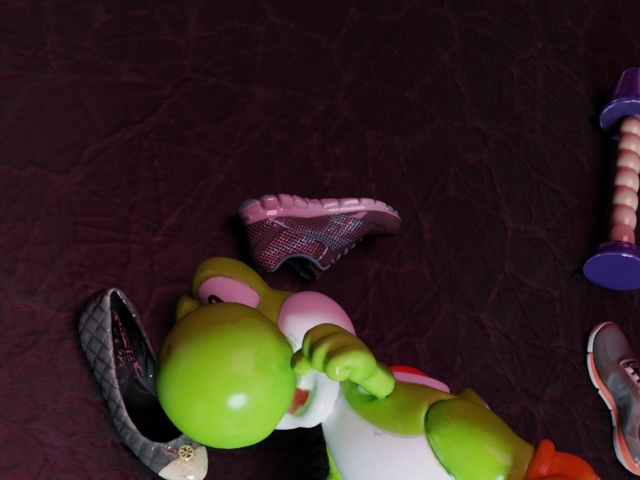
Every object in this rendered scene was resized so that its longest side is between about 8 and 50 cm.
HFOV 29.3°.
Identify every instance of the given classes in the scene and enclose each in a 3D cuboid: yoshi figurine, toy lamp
[{"bbox_3d":[0.014,0.152,0.938,0.362,0.203,0.203,34,81,14],"label":"yoshi figurine"},{"bbox_3d":[0.339,-0.076,1.349,0.080,0.080,0.274,26,57,-17],"label":"toy lamp"}]

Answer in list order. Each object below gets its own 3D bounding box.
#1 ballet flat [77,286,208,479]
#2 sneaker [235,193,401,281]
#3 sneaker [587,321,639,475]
[{"bbox_3d":[-0.142,0.117,0.968,0.057,0.049,0.173,-26,80,-37],"label":"ballet flat"},{"bbox_3d":[0.000,0.000,1.122,0.166,0.065,0.076,0,82,-28],"label":"sneaker"},{"bbox_3d":[0.318,0.150,1.218,0.061,0.065,0.158,-1,66,-32],"label":"sneaker"}]
